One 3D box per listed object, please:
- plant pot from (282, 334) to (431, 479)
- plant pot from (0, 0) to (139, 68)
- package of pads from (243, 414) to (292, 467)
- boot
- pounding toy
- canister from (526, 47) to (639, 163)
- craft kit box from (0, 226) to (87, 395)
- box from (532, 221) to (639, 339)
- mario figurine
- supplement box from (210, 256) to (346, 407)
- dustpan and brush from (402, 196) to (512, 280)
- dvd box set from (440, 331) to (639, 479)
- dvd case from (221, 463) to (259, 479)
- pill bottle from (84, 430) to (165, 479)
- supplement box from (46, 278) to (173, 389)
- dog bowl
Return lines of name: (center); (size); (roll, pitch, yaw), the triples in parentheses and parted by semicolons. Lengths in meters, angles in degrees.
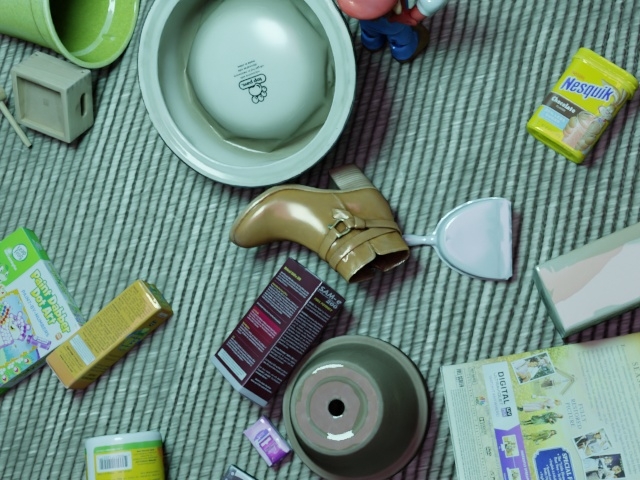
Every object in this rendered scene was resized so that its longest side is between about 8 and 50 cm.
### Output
plant pot: (0.048, 0.278, 1.565); (0.263, 0.229, 0.263); (-2, 78, 10)
plant pot: (-0.538, -0.487, 1.831); (0.254, 0.276, 0.276); (11, 82, 24)
package of pads: (-0.094, 0.359, 1.679); (0.050, 0.032, 0.083); (-41, 74, 4)
boot: (0.000, 0.000, 1.662); (0.283, 0.109, 0.220); (-21, 58, -14)
pounding toy: (-0.556, -0.276, 1.859); (0.206, 0.181, 0.094); (22, 43, 15)
canister: (0.461, -0.237, 1.662); (0.126, 0.073, 0.170); (36, 89, 16)
craft kit box: (-0.606, 0.143, 1.814); (0.247, 0.061, 0.250); (-35, 75, 0)
box: (0.522, 0.046, 1.558); (0.311, 0.148, 0.121); (-24, 75, 5)
mario figurine: (0.124, -0.436, 1.639); (0.198, 0.320, 0.170); (-11, 78, 8)
supplement box: (-0.077, 0.159, 1.663); (0.239, 0.073, 0.130); (-53, 35, -1)
dustpan and brush: (0.231, -0.002, 1.677); (0.211, 0.060, 0.147); (-1, 92, 5)
dvd box set: (0.423, 0.312, 1.514); (0.420, 0.062, 0.307); (-12, 54, 9)
dvd case: (-0.101, 0.533, 1.648); (0.239, 0.029, 0.179); (29, 86, 15)
pill bottle: (-0.340, 0.466, 1.653); (0.136, 0.136, 0.245); (-8, 78, 10)
supplement box: (-0.391, 0.176, 1.751); (0.233, 0.078, 0.080); (-42, 75, 2)
dog bowl: (-0.115, -0.308, 1.686); (0.408, 0.150, 0.408); (4, 106, 16)
